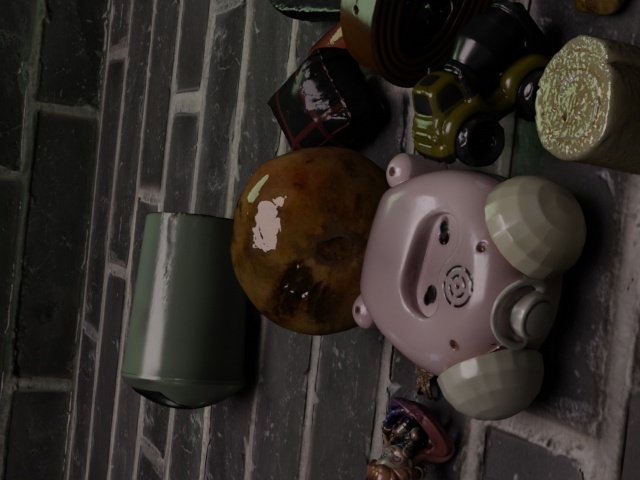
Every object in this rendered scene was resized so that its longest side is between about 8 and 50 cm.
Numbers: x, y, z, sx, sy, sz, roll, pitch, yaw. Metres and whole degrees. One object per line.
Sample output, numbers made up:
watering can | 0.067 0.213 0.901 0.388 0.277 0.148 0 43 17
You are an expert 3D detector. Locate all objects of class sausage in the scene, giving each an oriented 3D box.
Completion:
sausage | 0.034 -0.369 1.717 0.194 0.077 0.077 -29 61 58

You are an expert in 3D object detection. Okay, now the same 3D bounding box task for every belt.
belt | 0.153 -0.411 1.366 0.122 0.217 0.338 46 123 52

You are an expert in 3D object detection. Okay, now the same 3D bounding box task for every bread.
bread | 0.351 -0.159 1.064 0.134 0.141 0.148 12 95 64

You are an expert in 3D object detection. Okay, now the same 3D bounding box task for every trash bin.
trash bin | -0.296 0.164 2.025 0.280 0.280 0.431 -6 78 60

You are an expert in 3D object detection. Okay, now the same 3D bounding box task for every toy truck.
toy truck | 0.215 -0.214 1.230 0.165 0.224 0.147 59 168 -26

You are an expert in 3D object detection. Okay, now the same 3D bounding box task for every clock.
clock | 0.208 0.051 1.266 0.326 0.184 0.342 33 119 52

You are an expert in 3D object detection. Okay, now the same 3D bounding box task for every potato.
potato | 0.363 -0.320 1.163 0.083 0.040 0.051 30 117 59

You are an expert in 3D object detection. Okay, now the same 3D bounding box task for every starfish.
starfish | 0.174 0.210 1.435 0.078 0.028 0.091 -24 61 60

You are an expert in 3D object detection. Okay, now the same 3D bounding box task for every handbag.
handbag | 0.010 -0.240 1.660 0.215 0.155 0.169 -37 68 51

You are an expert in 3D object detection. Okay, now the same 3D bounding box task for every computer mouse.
computer mouse | 0.009 -0.516 1.774 0.295 0.087 0.168 22 92 44

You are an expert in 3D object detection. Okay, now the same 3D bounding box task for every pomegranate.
pomegranate | 0.000 0.000 1.498 0.322 0.322 0.322 -14 74 59

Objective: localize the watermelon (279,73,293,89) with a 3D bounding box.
watermelon | -0.041 -0.318 1.883 0.061 0.085 0.085 82 168 -49

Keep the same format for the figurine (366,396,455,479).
figurine | 0.136 0.331 1.383 0.126 0.114 0.157 6 66 36
